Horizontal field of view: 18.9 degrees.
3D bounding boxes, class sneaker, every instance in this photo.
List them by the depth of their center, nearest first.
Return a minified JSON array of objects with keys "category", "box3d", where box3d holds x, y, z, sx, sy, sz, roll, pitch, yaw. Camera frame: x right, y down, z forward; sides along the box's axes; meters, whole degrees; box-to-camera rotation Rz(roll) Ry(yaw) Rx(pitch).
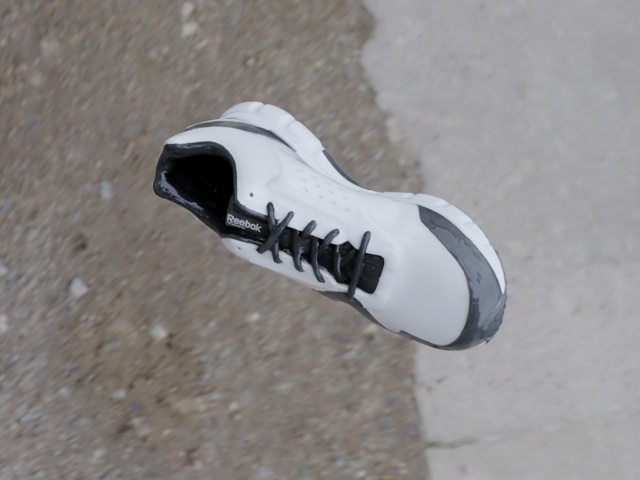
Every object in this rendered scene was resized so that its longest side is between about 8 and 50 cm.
[{"category":"sneaker","box3d":[0.000,0.000,0.507,0.043,0.109,0.040,-16,128,-50]}]
